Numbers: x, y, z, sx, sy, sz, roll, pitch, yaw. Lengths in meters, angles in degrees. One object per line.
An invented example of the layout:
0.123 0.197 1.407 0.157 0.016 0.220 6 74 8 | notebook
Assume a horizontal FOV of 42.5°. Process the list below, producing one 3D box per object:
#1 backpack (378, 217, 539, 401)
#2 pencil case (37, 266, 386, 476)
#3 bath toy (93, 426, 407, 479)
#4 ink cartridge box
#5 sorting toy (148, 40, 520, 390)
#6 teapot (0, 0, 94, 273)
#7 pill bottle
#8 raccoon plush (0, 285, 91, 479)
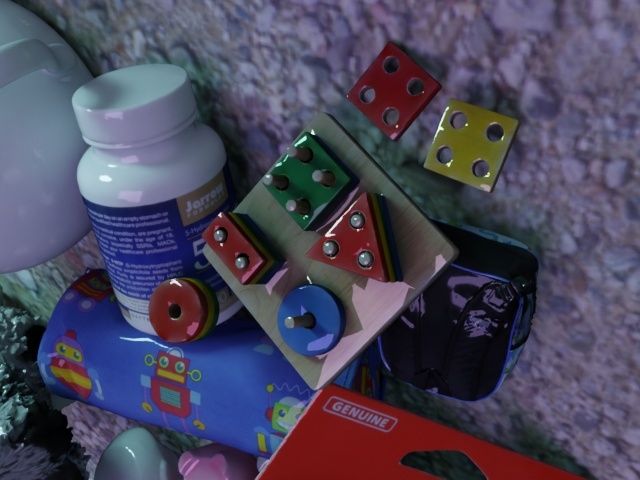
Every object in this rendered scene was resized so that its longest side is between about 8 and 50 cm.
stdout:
0.096 0.047 0.571 0.105 0.084 0.114 17 123 24 | backpack
-0.091 0.109 0.708 0.306 0.133 0.119 11 103 23 | pencil case
-0.068 0.265 0.817 0.348 0.129 0.151 -1 78 30 | bath toy
0.058 0.251 0.634 0.275 0.060 0.239 24 115 -23 | ink cartridge box
0.000 0.000 0.525 0.274 0.046 0.132 -47 70 17 | sorting toy
-0.298 -0.065 0.655 0.252 0.187 0.256 18 130 20 | teapot
-0.120 -0.031 0.626 0.112 0.112 0.186 9 127 26 | pill bottle
-0.413 0.163 0.745 0.299 0.446 0.216 44 117 45 | raccoon plush
